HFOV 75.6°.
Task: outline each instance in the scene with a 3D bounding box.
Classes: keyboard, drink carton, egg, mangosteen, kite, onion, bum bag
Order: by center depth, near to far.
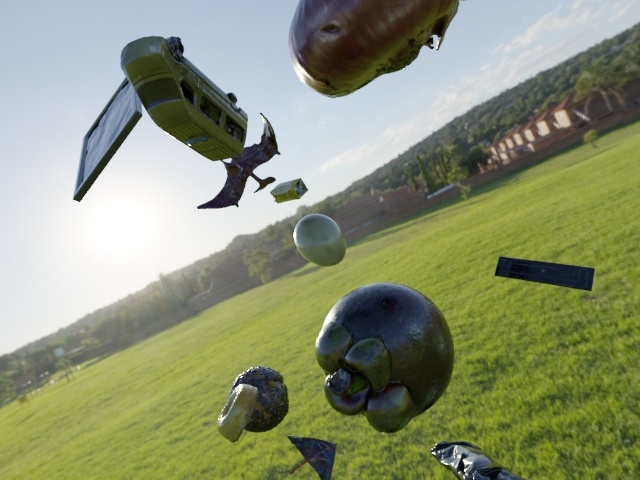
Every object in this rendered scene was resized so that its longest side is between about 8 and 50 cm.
[{"bbox_3d":[0.078,-0.434,0.754,0.348,0.285,0.347,-31,9,6],"label":"onion"},{"bbox_3d":[0.130,0.230,0.865,0.300,0.300,0.300,-27,3,1],"label":"mangosteen"},{"bbox_3d":[0.527,0.076,0.980,0.204,0.013,0.061,8,56,33],"label":"keyboard"},{"bbox_3d":[-0.019,0.554,1.055,0.159,0.010,0.190,-7,22,-35],"label":"kite"},{"bbox_3d":[0.412,0.605,1.096,0.144,0.095,0.340,3,-13,-3],"label":"bum bag"},{"bbox_3d":[-0.140,-0.191,1.625,0.200,0.074,0.084,-4,39,48],"label":"drink carton"},{"bbox_3d":[0.000,0.000,1.626,0.186,0.241,0.186,-27,-39,-24],"label":"egg"}]

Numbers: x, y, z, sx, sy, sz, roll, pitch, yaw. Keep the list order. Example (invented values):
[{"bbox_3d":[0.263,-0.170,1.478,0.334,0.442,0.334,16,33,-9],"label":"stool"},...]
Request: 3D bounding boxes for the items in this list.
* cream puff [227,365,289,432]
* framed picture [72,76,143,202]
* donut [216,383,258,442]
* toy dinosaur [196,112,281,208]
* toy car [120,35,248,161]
[{"bbox_3d":[-0.223,0.590,1.551,0.165,0.239,0.239,-46,-8,35],"label":"cream puff"},{"bbox_3d":[-0.477,-0.253,0.931,0.240,0.020,0.324,-45,41,15],"label":"framed picture"},{"bbox_3d":[-0.243,0.491,1.193,0.178,0.065,0.162,-48,16,56],"label":"donut"},{"bbox_3d":[-0.263,-0.227,1.312,0.327,0.206,0.113,-26,-4,11],"label":"toy dinosaur"},{"bbox_3d":[-0.239,-0.244,0.750,0.101,0.124,0.257,-8,-17,23],"label":"toy car"}]
